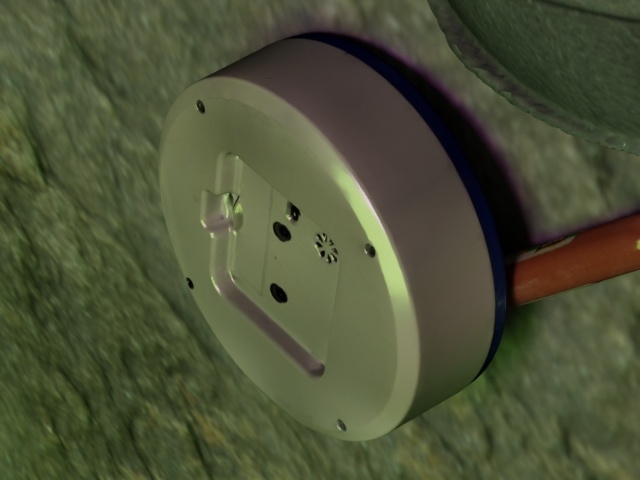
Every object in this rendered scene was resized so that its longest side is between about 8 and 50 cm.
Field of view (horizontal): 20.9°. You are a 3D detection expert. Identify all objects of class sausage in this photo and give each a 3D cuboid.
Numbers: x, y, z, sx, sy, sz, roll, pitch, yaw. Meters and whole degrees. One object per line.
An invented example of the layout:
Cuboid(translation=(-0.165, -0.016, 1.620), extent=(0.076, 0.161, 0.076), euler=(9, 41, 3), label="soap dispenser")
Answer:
Cuboid(translation=(0.119, 0.018, 0.951), extent=(0.029, 0.029, 0.223), euler=(55, 147, -9), label="sausage")

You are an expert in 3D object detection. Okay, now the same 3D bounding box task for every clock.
Cuboid(translation=(0.000, 0.000, 0.999), extent=(0.230, 0.083, 0.230), euler=(35, 138, 39), label="clock")

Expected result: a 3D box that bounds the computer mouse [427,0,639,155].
Cuboid(translation=(0.139, -0.134, 0.692), extent=(0.374, 0.114, 0.203), euler=(13, 134, 45), label="computer mouse")
